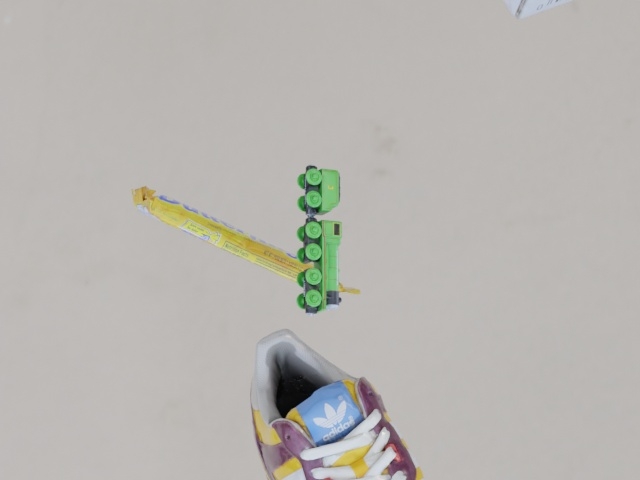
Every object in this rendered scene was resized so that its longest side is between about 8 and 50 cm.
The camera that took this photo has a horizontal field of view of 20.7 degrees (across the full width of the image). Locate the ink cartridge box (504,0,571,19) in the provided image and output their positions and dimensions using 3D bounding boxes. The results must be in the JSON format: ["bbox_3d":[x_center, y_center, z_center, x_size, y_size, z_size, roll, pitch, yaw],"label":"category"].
[{"bbox_3d":[0.193,-0.332,1.114,0.324,0.330,0.071,-22,161,-16],"label":"ink cartridge box"}]

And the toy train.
[{"bbox_3d":[0.000,0.000,0.948,0.024,0.083,0.017,5,167,-25],"label":"toy train"}]

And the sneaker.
[{"bbox_3d":[0.016,0.113,0.797,0.069,0.185,0.084,-28,127,-17],"label":"sneaker"}]

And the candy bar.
[{"bbox_3d":[-0.049,0.004,1.128,0.161,0.040,0.018,26,87,-19],"label":"candy bar"}]
